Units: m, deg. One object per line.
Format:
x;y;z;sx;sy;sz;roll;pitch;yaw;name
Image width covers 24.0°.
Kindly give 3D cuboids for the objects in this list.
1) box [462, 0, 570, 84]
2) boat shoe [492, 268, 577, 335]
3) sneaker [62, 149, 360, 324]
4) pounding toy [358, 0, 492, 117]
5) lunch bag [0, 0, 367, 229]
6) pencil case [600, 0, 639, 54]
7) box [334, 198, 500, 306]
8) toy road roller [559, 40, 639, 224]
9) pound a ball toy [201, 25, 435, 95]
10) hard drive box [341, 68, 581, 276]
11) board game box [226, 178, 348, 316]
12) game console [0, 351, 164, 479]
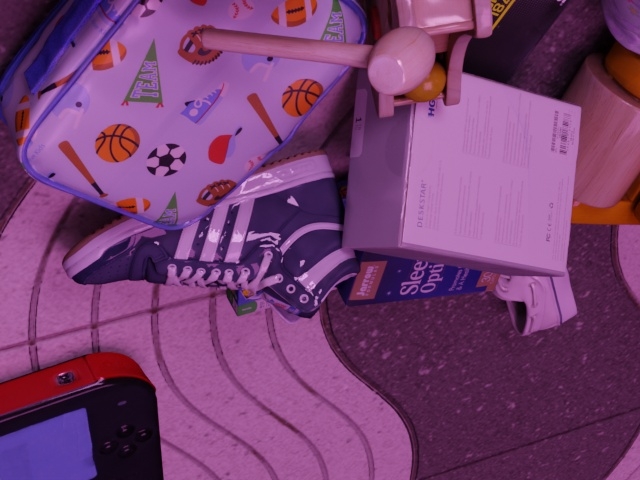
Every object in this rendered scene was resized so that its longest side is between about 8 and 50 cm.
0.158;-0.241;1.445;0.184;0.045;0.191;13;125;-39;box
0.236;0.036;1.758;0.084;0.095;0.258;-31;139;-1;boat shoe
-0.096;0.027;1.457;0.282;0.153;0.099;-21;175;-13;sneaker
0.119;-0.210;1.271;0.154;0.154;0.269;-10;148;-6;pounding toy
-0.121;-0.160;1.291;0.243;0.115;0.303;25;115;-41;lunch bag
0.339;-0.249;1.406;0.113;0.124;0.273;-54;174;-3;pencil case
0.105;0.007;1.616;0.225;0.036;0.136;-4;135;-23;box
0.417;-0.073;1.642;0.329;0.241;0.202;2;130;-36;toy road roller
-0.079;-0.205;1.089;0.319;0.136;0.208;4;115;9;pound a ball toy
0.143;-0.066;1.493;0.232;0.089;0.181;11;83;-39;hard drive box
0.000;0.000;1.606;0.201;0.035;0.136;-15;139;-19;board game box
-0.359;0.285;1.656;0.386;0.060;0.342;-18;139;-16;game console
